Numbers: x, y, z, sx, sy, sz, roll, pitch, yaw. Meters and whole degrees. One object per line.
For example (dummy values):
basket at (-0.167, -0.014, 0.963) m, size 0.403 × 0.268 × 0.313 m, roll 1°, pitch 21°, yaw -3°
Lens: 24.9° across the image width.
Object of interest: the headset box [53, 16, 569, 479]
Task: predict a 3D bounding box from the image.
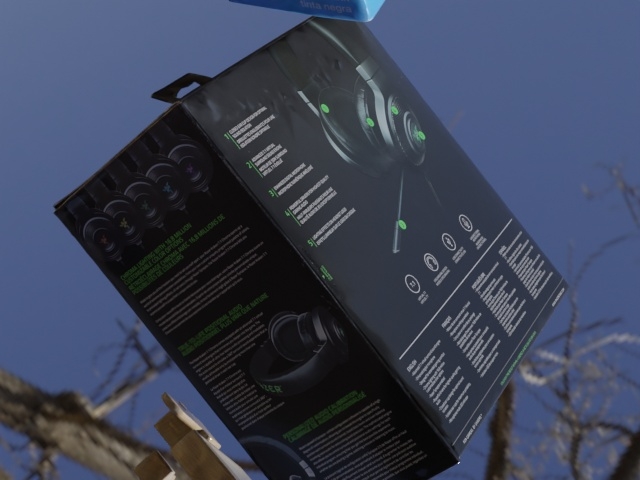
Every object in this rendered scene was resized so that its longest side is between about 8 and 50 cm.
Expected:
headset box at (0.000, 0.000, 0.945) m, size 0.131 × 0.283 × 0.246 m, roll -36°, pitch -175°, yaw 34°

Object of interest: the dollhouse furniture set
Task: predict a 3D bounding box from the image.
dollhouse furniture set at (-0.246, 0.424, 1.946) m, size 0.355 × 0.174 × 0.303 m, roll -42°, pitch -122°, yaw -4°

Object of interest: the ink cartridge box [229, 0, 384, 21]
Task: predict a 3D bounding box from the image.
ink cartridge box at (-0.002, -0.211, 0.615) m, size 0.082 × 0.191 × 0.140 m, roll 15°, pitch -124°, yaw 26°
